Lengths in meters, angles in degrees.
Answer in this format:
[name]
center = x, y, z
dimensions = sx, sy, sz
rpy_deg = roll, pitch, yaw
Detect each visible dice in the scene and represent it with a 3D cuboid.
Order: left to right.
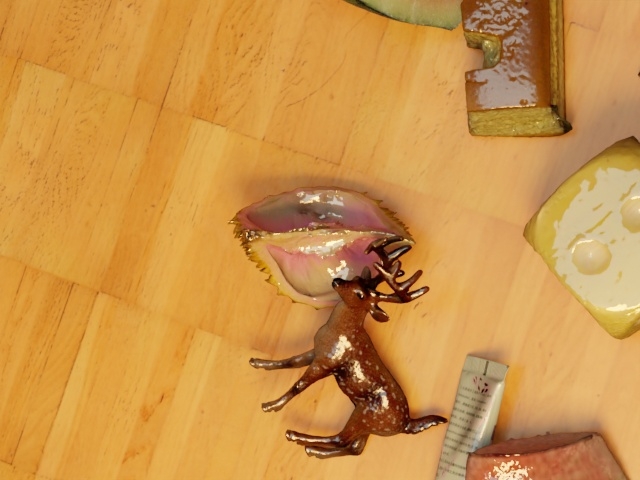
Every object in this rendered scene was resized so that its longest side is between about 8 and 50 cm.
[dice]
center = 0.344, -0.002, 1.864
dimensions = 0.169, 0.166, 0.169
rpy_deg = -42, 76, 9

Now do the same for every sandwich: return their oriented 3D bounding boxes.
[sandwich]
center = 0.227, -0.245, 1.946
dimensions = 0.128, 0.122, 0.235
rpy_deg = -1, 83, 12

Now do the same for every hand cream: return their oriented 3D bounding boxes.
[hand cream]
center = 0.156, 0.300, 1.946
dimensions = 0.058, 0.085, 0.331
rpy_deg = 10, 91, -28

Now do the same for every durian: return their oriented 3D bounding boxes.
[durian]
center = 0.002, -0.002, 1.977
dimensions = 0.182, 0.132, 0.165
rpy_deg = -30, 79, -8

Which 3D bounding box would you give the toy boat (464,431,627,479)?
[toy boat]
center = 0.265, 0.363, 1.900
dimensions = 0.206, 0.096, 0.282
rpy_deg = -8, 95, -12

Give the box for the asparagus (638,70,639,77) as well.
[asparagus]
center = 0.422, -0.257, 1.942
dimensions = 0.016, 0.016, 0.163
rpy_deg = 36, 94, 6

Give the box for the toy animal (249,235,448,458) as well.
[toy animal]
center = 0.045, 0.132, 1.953
dimensions = 0.260, 0.087, 0.243
rpy_deg = -29, 116, 17

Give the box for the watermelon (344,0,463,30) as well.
[watermelon]
center = 0.112, -0.388, 1.979
dimensions = 0.140, 0.193, 0.256
rpy_deg = 34, 100, 47
